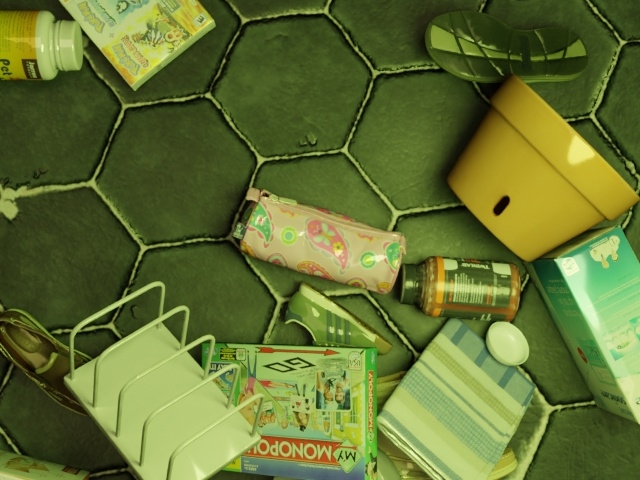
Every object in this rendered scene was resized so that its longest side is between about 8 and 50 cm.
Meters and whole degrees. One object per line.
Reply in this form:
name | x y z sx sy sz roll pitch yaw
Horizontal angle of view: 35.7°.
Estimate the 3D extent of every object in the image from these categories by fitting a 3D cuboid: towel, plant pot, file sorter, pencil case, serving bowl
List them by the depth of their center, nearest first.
file sorter | -0.244 0.228 1.554 0.193 0.173 0.278 -30 63 -32
plant pot | 0.348 -0.101 1.634 0.291 0.291 0.203 44 102 0
towel | 0.229 0.276 1.646 0.209 0.034 0.285 42 50 1
pencil case | 0.000 0.000 1.677 0.284 0.124 0.124 18 87 -2
serving bowl | 0.318 0.182 1.717 0.083 0.027 0.083 17 50 -22

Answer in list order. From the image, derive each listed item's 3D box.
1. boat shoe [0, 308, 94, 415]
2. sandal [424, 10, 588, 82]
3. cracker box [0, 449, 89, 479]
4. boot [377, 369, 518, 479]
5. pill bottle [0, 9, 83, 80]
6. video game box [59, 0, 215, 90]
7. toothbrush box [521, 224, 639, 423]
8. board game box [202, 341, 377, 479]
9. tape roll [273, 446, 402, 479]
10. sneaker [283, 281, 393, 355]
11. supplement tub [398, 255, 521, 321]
boat shoe | -0.449 0.214 1.659 0.257 0.095 0.095 35 86 -1
sandal | 0.319 -0.320 1.730 0.303 0.086 0.120 6 81 -17
cracker box | -0.508 0.393 1.619 0.232 0.156 0.067 15 86 -2
boot | 0.197 0.316 1.689 0.262 0.095 0.203 -7 86 0
pill bottle | -0.515 -0.328 1.669 0.215 0.117 0.117 -1 88 -2
video game box | -0.318 -0.396 1.717 0.187 0.048 0.205 -40 90 -1
toothbrush box | 0.477 0.135 1.647 0.126 0.216 0.295 -28 90 -3
board game box | -0.056 0.276 1.617 0.318 0.046 0.213 -2 86 31
tape roll | 0.028 0.433 1.638 0.219 0.072 0.219 -1 88 26
sneaker | 0.023 0.157 1.704 0.192 0.064 0.086 35 94 0
supplement tub | 0.234 0.081 1.692 0.198 0.106 0.106 5 87 -3
